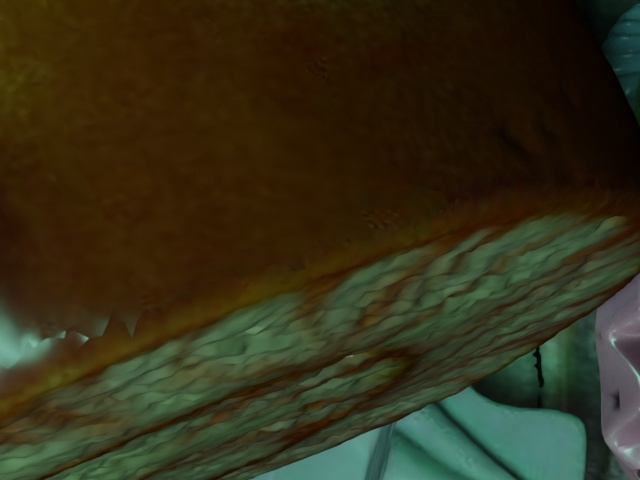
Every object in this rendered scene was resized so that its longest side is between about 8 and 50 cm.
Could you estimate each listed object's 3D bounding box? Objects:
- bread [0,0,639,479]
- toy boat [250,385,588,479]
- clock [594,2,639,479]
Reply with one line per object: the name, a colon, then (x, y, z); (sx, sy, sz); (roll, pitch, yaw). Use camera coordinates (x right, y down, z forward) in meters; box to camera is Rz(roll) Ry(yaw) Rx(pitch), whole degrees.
bread: (-0.053, 0.010, 0.478); (0.295, 0.327, 0.114); (-29, 75, 29)
toy boat: (-0.030, 0.112, 0.698); (0.290, 0.199, 0.100); (7, 163, 20)
clock: (0.189, 0.013, 0.520); (0.195, 0.100, 0.194); (10, 115, 37)
